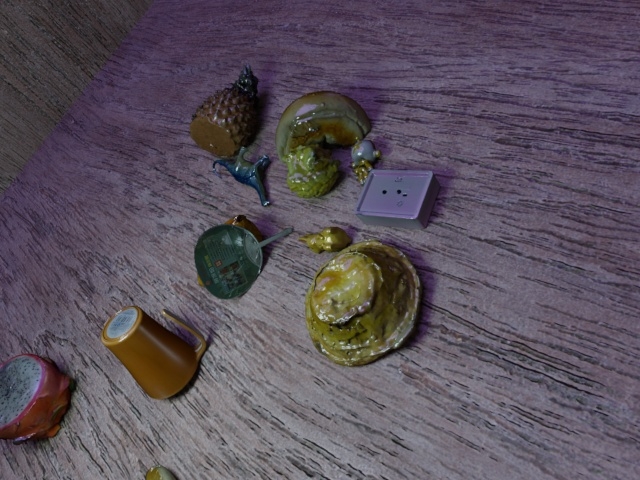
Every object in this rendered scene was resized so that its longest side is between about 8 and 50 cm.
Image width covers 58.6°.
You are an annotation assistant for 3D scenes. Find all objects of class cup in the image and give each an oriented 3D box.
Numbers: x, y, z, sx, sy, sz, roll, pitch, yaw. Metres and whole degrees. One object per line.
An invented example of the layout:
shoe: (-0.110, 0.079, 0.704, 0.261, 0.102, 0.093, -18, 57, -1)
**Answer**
cup: (-0.457, 0.297, 1.590, 0.226, 0.263, 0.182, -35, 37, -4)

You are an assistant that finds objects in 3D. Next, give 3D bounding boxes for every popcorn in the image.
popcorn: (-0.033, -0.212, 1.694, 0.174, 0.142, 0.173, 4, 102, 17)

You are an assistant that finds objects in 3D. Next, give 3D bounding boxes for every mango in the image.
mango: (-0.281, 0.043, 1.716, 0.252, 0.126, 0.154, -51, 41, 6)

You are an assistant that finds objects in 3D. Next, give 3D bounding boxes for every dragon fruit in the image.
dragon fruit: (-0.932, 0.515, 1.837, 0.291, 0.189, 0.290, -13, 55, 19)

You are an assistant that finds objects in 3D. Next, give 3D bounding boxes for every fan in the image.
fan: (-0.226, 0.064, 1.652, 0.012, 0.295, 0.223, 22, 107, 58)

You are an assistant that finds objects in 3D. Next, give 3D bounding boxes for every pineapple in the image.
pineapple: (-0.311, -0.483, 2.058, 0.223, 0.223, 0.357, -1, 53, 36)

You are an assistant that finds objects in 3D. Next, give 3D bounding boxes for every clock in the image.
clock: (0.203, -0.112, 1.514, 0.197, 0.063, 0.150, 7, 65, 38)

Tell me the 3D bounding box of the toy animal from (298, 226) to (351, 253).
toy animal: (0.002, 0.002, 1.591, 0.160, 0.083, 0.070, -6, 83, 46)

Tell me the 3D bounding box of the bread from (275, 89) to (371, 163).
bread: (-0.025, -0.365, 1.762, 0.314, 0.192, 0.171, -23, 51, 22)

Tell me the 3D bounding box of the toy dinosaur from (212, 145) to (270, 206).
toy dinosaur: (-0.246, -0.237, 1.917, 0.363, 0.076, 0.147, 33, 89, 41)

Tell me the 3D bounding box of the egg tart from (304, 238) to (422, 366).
egg tart: (0.085, 0.133, 1.391, 0.342, 0.129, 0.340, -18, 51, 24)

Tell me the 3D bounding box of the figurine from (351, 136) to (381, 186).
figurine: (0.123, -0.227, 1.654, 0.101, 0.068, 0.143, 9, 83, 47)

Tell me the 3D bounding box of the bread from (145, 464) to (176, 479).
bread: (-0.376, 0.642, 1.427, 0.073, 0.053, 0.214, -51, 42, -10)
